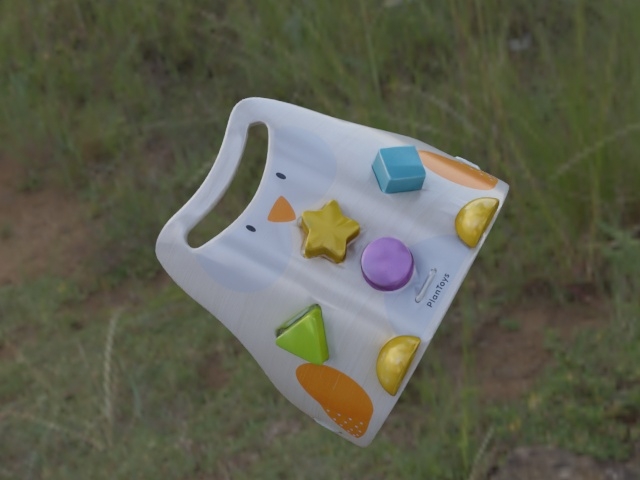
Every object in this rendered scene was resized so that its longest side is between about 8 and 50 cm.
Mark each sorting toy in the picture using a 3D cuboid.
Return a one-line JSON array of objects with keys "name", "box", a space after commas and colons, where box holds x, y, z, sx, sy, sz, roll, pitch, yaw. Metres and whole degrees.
[{"name": "sorting toy", "box": [0.000, 0.000, 0.403, 0.075, 0.045, 0.083, 28, 82, 3]}]
